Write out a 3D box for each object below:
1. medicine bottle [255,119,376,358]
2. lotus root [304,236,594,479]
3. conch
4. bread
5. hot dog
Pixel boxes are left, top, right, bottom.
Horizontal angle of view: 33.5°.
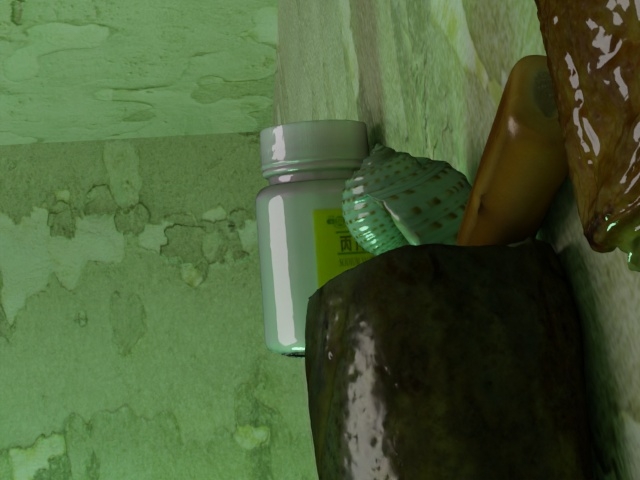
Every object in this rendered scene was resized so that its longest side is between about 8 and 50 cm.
[{"bbox_3d":[0.000,0.000,1.775,0.213,0.213,0.379,157,108,-83],"label":"medicine bottle"},{"bbox_3d":[0.118,0.185,0.908,0.250,0.250,0.346,114,146,-75],"label":"lotus root"},{"bbox_3d":[0.118,-0.020,1.171,0.200,0.131,0.172,48,159,-17],"label":"conch"},{"bbox_3d":[0.172,-0.056,0.917,0.239,0.073,0.093,97,-176,-60],"label":"bread"},{"bbox_3d":[0.187,-0.123,0.597,0.196,0.122,0.272,102,159,-72],"label":"hot dog"}]
